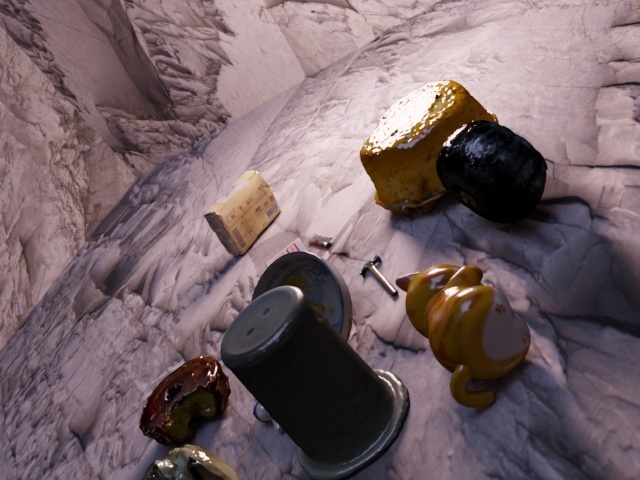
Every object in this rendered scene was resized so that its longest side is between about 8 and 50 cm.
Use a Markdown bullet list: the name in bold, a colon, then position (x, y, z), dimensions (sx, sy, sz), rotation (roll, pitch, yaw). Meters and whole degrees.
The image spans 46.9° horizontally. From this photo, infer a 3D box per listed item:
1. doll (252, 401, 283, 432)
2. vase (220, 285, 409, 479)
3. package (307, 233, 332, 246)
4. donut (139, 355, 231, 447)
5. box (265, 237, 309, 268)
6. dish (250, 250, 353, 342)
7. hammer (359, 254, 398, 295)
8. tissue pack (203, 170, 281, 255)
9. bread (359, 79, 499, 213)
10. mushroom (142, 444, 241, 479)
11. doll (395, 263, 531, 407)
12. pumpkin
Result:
- **doll**: position (-0.088, 0.340, 1.485), dimensions (0.143, 0.057, 0.099), rotation (-20, 50, 39)
- **vase**: position (-0.016, 0.233, 1.286), dimensions (0.245, 0.291, 0.245), rotation (-29, 25, 16)
- **package**: position (0.000, 0.000, 2.015), dimensions (0.037, 0.015, 0.110), rotation (-51, 24, -14)
- **donut**: position (-0.307, 0.373, 1.694), dimensions (0.230, 0.096, 0.216), rotation (-47, 22, -18)
- **box**: position (-0.070, 0.076, 1.937), dimensions (0.123, 0.050, 0.229), rotation (-37, 23, -1)
- **dish**: position (-0.017, 0.167, 1.596), dimensions (0.273, 0.133, 0.273), rotation (-11, 73, 39)
- **hammer**: position (0.135, 0.086, 1.666), dimensions (0.062, 0.017, 0.182), rotation (-39, 24, 1)
- **tissue pack**: position (-0.242, -0.085, 2.307), dimensions (0.090, 0.186, 0.222), rotation (12, 53, 45)
- **bread**: position (0.257, -0.237, 1.841), dimensions (0.336, 0.204, 0.358), rotation (-18, 32, 48)
- **mushroom**: position (-0.238, 0.471, 1.322), dimensions (0.267, 0.189, 0.164), rotation (-58, 4, 17)
- **doll**: position (0.242, 0.133, 1.256), dimensions (0.162, 0.167, 0.270), rotation (-34, 21, 6)
- **pumpkin**: position (0.347, -0.138, 1.507), dimensions (0.163, 0.233, 0.233), rotation (-54, 26, -8)
